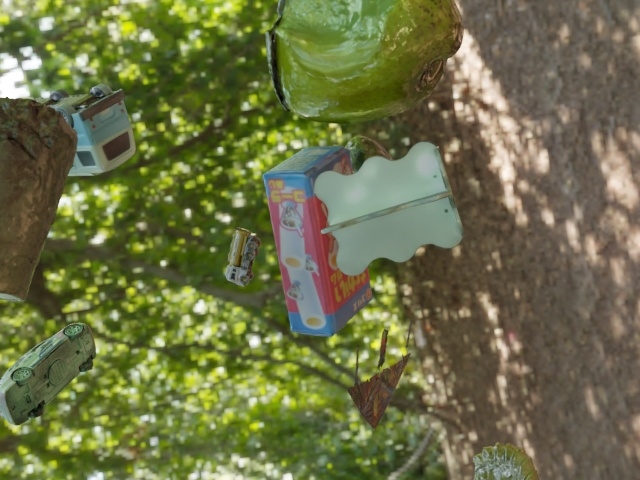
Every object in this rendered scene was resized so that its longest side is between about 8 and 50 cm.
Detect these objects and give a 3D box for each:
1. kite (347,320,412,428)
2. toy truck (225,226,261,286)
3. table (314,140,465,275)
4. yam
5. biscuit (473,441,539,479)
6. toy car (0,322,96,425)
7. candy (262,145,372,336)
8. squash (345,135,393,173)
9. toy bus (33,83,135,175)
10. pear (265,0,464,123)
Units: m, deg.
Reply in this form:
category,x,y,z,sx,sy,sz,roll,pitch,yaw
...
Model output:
category,x,y,z,sx,sy,sz,roll,pitch,yaw
kite,0.085,0.202,1.483,0.183,0.010,0.160,-17,-64,-55
toy truck,-0.172,0.035,2.241,0.052,0.063,0.123,-44,-32,-75
table,0.100,-0.047,1.523,0.166,0.198,0.166,-17,-90,-82
yam,-0.472,-0.056,1.467,0.195,0.195,0.300,131,155,-81
biscuit,0.334,0.486,1.865,0.187,0.036,0.273,-38,33,46
toy car,-0.497,0.233,1.836,0.224,0.076,0.090,-46,-43,-45
candy,-0.001,0.000,1.811,0.157,0.100,0.306,-40,-56,-53
squash,0.137,-0.116,2.106,0.331,0.087,0.087,46,-153,-55
toy bus,-0.513,-0.215,2.080,0.133,0.271,0.165,-41,-57,-45
pear,0.071,-0.300,1.470,0.159,0.292,0.292,15,-116,-73
